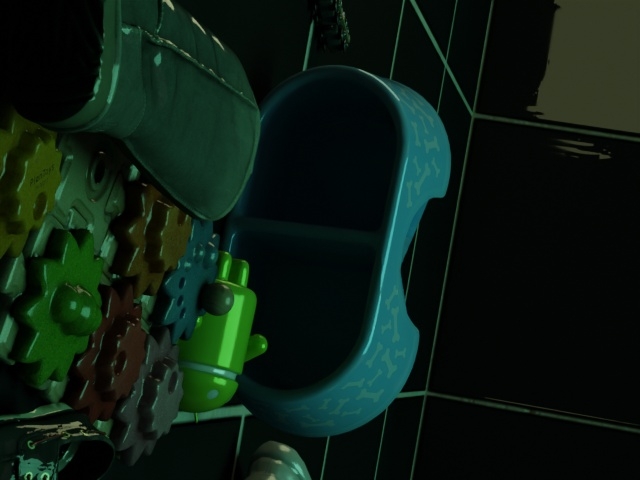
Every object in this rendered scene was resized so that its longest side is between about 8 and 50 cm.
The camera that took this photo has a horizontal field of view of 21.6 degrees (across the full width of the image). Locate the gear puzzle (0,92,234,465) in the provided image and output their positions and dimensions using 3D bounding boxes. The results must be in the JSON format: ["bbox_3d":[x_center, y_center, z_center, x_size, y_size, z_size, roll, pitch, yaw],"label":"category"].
[{"bbox_3d":[-0.113,0.008,0.921,0.339,0.044,0.175,62,43,-65],"label":"gear puzzle"}]

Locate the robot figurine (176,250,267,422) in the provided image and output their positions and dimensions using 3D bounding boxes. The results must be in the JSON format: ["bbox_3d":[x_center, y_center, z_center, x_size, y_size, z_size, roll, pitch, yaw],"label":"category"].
[{"bbox_3d":[-0.082,0.065,1.142,0.101,0.067,0.115,29,70,-60],"label":"robot figurine"}]

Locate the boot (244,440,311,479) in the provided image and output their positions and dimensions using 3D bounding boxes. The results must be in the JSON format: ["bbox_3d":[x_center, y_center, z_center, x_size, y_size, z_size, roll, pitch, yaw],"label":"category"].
[{"bbox_3d":[-0.035,0.293,1.517,0.258,0.095,0.123,86,24,-48],"label":"boot"}]

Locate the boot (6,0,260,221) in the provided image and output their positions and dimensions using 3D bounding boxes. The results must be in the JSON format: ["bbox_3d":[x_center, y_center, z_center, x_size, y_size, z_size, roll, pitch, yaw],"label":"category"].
[{"bbox_3d":[-0.082,-0.116,0.855,0.208,0.076,0.189,18,80,-65],"label":"boot"}]

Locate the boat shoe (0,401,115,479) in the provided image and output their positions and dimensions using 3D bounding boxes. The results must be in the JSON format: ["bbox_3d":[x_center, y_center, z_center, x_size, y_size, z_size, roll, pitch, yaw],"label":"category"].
[{"bbox_3d":[-0.149,0.115,0.842,0.049,0.042,0.133,-63,161,17],"label":"boat shoe"}]

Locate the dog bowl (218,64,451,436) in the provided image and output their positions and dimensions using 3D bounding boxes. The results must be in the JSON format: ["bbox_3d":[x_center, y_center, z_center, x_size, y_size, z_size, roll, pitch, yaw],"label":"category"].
[{"bbox_3d":[0.000,0.000,1.305,0.074,0.166,0.297,38,62,-65],"label":"dog bowl"}]

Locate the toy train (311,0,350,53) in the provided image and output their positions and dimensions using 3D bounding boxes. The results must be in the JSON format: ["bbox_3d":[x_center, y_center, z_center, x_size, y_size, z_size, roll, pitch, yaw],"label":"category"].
[{"bbox_3d":[0.006,-0.212,1.496,0.158,0.027,0.036,73,18,-67],"label":"toy train"}]
